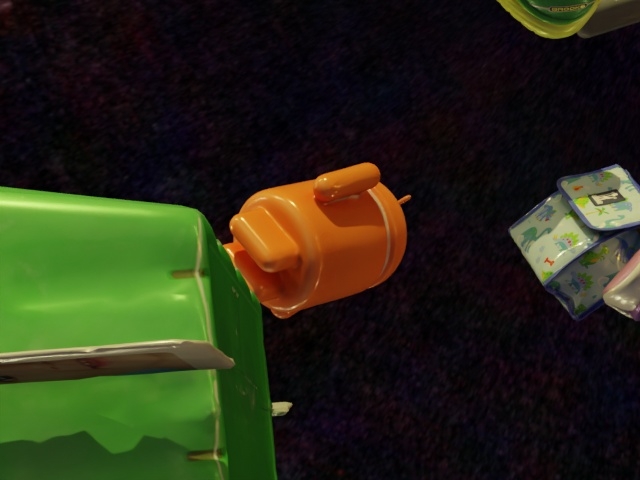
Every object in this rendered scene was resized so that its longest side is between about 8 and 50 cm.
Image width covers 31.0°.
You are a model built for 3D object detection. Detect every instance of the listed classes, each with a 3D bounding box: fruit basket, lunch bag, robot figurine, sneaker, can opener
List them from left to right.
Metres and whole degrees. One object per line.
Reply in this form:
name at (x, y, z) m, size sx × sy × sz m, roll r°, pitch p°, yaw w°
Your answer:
fruit basket at (-0.193, 0.092, 0.465) m, size 0.353 × 0.327 × 0.165 m, roll -13°, pitch 77°, yaw -1°
robot figurine at (-0.001, 0.001, 1.183) m, size 0.128 × 0.219 × 0.158 m, roll 6°, pitch 105°, yaw 46°
sneaker at (0.195, -0.353, 1.273) m, size 0.295 × 0.109 × 0.123 m, roll 37°, pitch 131°, yaw -3°
lunch bag at (0.306, -0.008, 1.304) m, size 0.151 × 0.129 × 0.096 m, roll -38°, pitch 122°, yaw 12°
can opener at (0.440, -0.308, 1.499) m, size 0.280 × 0.074 × 0.093 m, roll -16°, pitch 120°, yaw -19°
sneaker at (0.305, 0.049, 0.952) m, size 0.104 × 0.236 × 0.095 m, roll 40°, pitch 104°, yaw 17°
